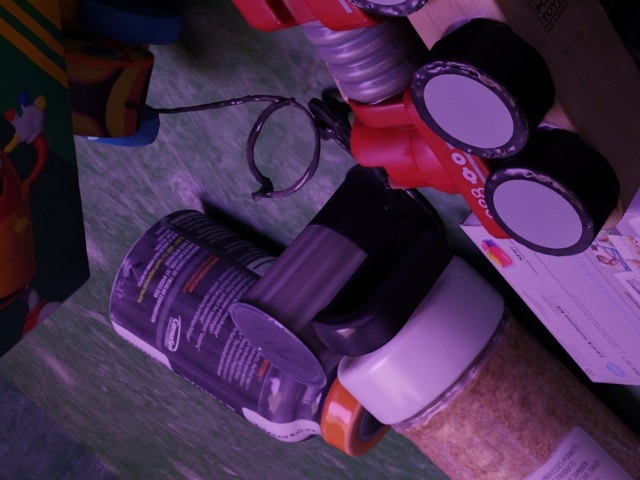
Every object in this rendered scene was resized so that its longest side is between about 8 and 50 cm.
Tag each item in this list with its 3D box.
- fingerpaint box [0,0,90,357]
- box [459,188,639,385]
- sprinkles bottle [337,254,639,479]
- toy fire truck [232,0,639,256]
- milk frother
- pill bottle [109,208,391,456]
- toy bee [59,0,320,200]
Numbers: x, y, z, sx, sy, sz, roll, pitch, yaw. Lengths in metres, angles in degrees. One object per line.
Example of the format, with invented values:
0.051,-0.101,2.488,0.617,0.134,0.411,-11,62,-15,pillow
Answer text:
-0.350,-0.158,0.832,0.445,0.163,0.371,32,146,21,fingerpaint box
0.183,0.026,0.848,0.145,0.038,0.186,48,157,-17,box
0.175,0.170,1.030,0.355,0.121,0.121,44,159,-8,sprinkles bottle
0.032,-0.111,0.722,0.246,0.158,0.217,-4,133,47,toy fire truck
0.000,0.000,0.973,0.143,0.134,0.129,45,158,-12,milk frother
-0.046,0.082,1.221,0.246,0.130,0.130,30,157,27,pill bottle
-0.160,-0.123,0.966,0.298,0.162,0.195,4,95,46,toy bee
